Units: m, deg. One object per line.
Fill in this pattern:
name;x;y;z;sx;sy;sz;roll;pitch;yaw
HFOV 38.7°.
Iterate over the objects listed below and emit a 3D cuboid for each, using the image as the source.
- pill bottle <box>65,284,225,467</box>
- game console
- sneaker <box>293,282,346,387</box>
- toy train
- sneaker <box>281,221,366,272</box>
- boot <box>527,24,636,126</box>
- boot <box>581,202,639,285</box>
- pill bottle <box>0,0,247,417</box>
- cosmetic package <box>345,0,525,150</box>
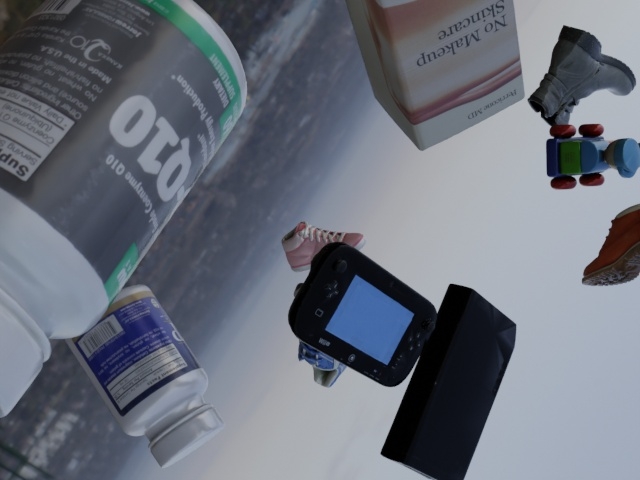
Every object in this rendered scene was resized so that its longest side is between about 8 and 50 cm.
pill bottle;-0.192;0.154;1.023;0.112;0.186;0.112;-34;169;-7
game console;0.089;0.126;0.985;0.044;0.361;0.213;11;-107;45
sneaker;0.007;0.133;1.262;0.081;0.080;0.211;-60;149;-26
toy train;0.491;-0.141;1.491;0.143;0.248;0.105;5;-81;47
sneaker;0.000;0.000;1.405;0.134;0.070;0.051;-17;-157;25
boot;0.452;-0.262;1.606;0.083;0.246;0.161;31;-82;43
boot;0.421;0.009;1.281;0.158;0.059;0.084;132;-40;-52
pill bottle;-0.231;-0.048;0.773;0.361;0.204;0.204;-60;-176;-28
cosmetic package;0.116;-0.260;0.987;0.153;0.129;0.296;-29;140;-3
